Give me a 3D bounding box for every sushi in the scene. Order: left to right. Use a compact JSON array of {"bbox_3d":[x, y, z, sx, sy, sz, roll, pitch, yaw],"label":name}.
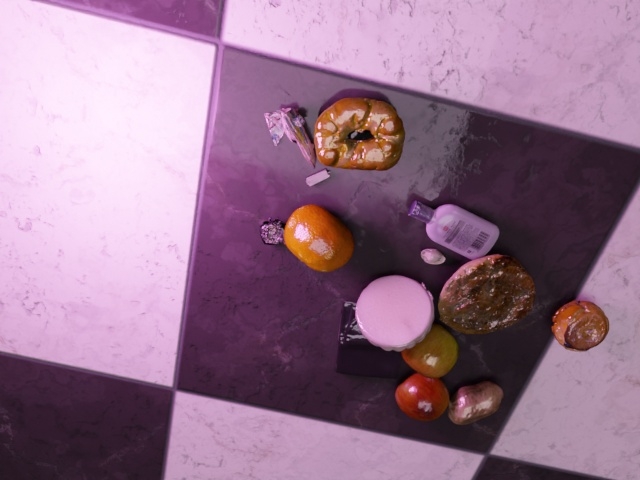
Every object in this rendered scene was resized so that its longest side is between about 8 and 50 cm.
[{"bbox_3d":[-0.155,-0.032,1.559,0.083,0.056,0.084,-8,116,15],"label":"sushi"}]

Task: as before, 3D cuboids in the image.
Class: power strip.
[{"bbox_3d":[-0.006,-0.199,1.490,0.083,0.017,0.027,-23,113,13],"label":"power strip"}]

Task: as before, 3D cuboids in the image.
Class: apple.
[{"bbox_3d":[0.384,0.591,1.786,0.173,0.160,0.195,46,104,6],"label":"apple"},{"bbox_3d":[0.389,0.382,1.656,0.196,0.196,0.196,1,115,2],"label":"apple"}]

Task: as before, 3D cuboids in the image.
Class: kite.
[{"bbox_3d":[-0.105,-0.342,1.433,0.157,0.011,0.139,34,115,-13],"label":"kite"}]

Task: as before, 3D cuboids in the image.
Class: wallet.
[{"bbox_3d":[0.187,0.373,1.742,0.247,0.041,0.323,6,115,2],"label":"wallet"}]

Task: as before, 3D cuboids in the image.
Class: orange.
[{"bbox_3d":[-0.001,-0.001,1.500,0.237,0.158,0.179,42,88,-12],"label":"orange"}]

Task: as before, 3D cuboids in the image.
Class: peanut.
[{"bbox_3d":[0.583,0.611,1.791,0.224,0.129,0.129,-28,111,6],"label":"peanut"}]

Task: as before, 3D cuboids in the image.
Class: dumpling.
[{"bbox_3d":[0.373,0.057,1.583,0.077,0.043,0.059,4,134,-16],"label":"dumpling"}]

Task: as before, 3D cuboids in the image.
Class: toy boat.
[{"bbox_3d":[-0.061,-0.304,1.407,0.066,0.084,0.210,-27,116,1],"label":"toy boat"}]

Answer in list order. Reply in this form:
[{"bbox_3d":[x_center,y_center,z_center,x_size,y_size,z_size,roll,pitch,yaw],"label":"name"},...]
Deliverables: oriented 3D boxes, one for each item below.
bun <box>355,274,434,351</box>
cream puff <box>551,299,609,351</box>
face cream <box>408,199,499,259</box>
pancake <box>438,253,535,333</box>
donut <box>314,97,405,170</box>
[{"bbox_3d":[0.257,0.264,1.603,0.263,0.263,0.175,-11,146,8],"label":"bun"},{"bbox_3d":[0.886,0.292,1.621,0.189,0.129,0.189,0,107,0],"label":"cream puff"},{"bbox_3d":[0.419,-0.043,1.514,0.291,0.071,0.144,23,118,-9],"label":"face cream"},{"bbox_3d":[0.558,0.192,1.601,0.356,0.065,0.356,-6,125,-9],"label":"pancake"},{"bbox_3d":[0.114,-0.311,1.371,0.261,0.128,0.208,6,114,0],"label":"donut"}]
